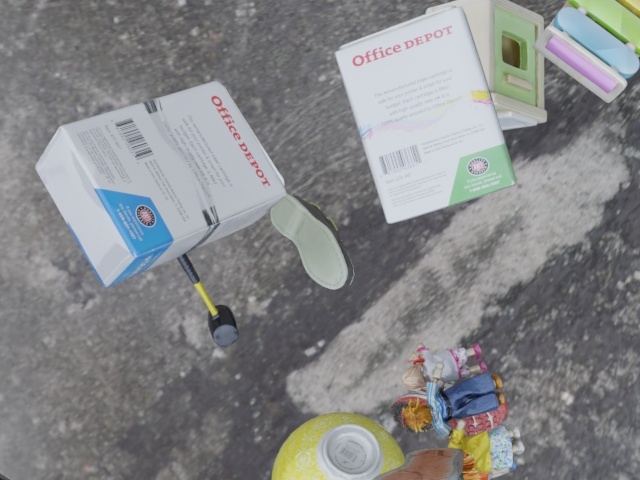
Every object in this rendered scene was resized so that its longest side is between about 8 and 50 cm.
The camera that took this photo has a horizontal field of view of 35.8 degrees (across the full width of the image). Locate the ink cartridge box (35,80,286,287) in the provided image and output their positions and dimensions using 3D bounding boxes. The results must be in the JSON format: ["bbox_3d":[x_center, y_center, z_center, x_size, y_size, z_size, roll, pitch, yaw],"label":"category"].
[{"bbox_3d":[-0.158,-0.062,1.010,0.086,0.203,0.148,-40,78,47],"label":"ink cartridge box"}]

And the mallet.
[{"bbox_3d":[-0.161,0.064,1.323,0.039,0.062,0.190,-27,127,-1],"label":"mallet"}]

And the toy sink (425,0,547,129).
[{"bbox_3d":[0.254,-0.236,1.510,0.131,0.152,0.234,-4,81,45],"label":"toy sink"}]

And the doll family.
[{"bbox_3d":[0.214,0.282,1.534,0.118,0.163,0.263,149,105,-73],"label":"doll family"}]

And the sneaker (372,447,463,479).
[{"bbox_3d":[0.140,0.357,1.307,0.108,0.302,0.121,-5,87,19],"label":"sneaker"}]

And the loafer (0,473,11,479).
[{"bbox_3d":[-0.481,0.317,1.337,0.267,0.096,0.084,20,121,28],"label":"loafer"}]

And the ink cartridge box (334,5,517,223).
[{"bbox_3d":[0.124,-0.142,1.148,0.154,0.093,0.213,-18,89,13],"label":"ink cartridge box"}]

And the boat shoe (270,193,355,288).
[{"bbox_3d":[0.000,0.000,1.625,0.081,0.068,0.228,-59,45,22],"label":"boat shoe"}]

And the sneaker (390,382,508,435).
[{"bbox_3d":[0.237,0.291,1.794,0.225,0.092,0.088,-4,112,39],"label":"sneaker"}]

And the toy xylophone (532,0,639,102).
[{"bbox_3d":[0.402,-0.282,1.228,0.236,0.323,0.081,30,153,0],"label":"toy xylophone"}]

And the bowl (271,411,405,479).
[{"bbox_3d":[0.051,0.456,2.002,0.289,0.289,0.156,29,143,14],"label":"bowl"}]
